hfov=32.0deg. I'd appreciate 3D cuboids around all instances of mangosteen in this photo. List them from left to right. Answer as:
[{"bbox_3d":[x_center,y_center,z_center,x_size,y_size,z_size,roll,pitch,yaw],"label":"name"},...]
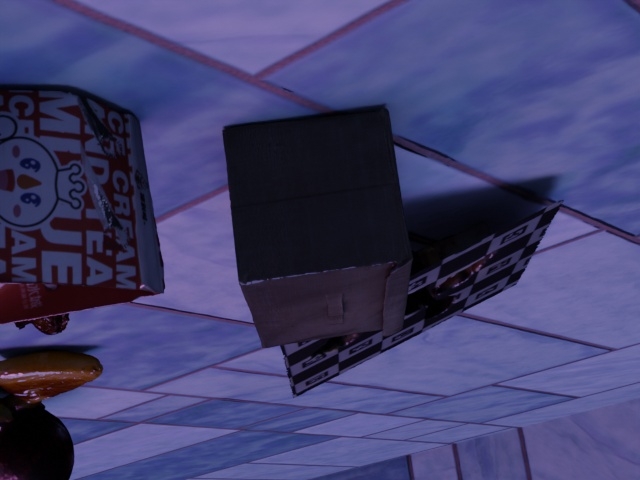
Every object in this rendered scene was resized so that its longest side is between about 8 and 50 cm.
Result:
[{"bbox_3d":[-0.480,0.327,1.722,0.209,0.210,0.210,-7,161,-3],"label":"mangosteen"}]

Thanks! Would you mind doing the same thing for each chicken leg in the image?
[{"bbox_3d":[-0.330,0.072,1.284,0.093,0.053,0.205,16,152,1],"label":"chicken leg"}]

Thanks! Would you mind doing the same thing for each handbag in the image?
[{"bbox_3d":[-0.275,-0.016,0.874,0.298,0.171,0.151,0,158,-19],"label":"handbag"}]

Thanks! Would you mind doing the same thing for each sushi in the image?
[{"bbox_3d":[0.098,0.057,1.337,0.343,0.064,0.359,-26,163,-6],"label":"sushi"}]

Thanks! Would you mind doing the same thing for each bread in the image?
[{"bbox_3d":[-0.406,0.186,1.564,0.154,0.054,0.136,-27,155,30],"label":"bread"}]

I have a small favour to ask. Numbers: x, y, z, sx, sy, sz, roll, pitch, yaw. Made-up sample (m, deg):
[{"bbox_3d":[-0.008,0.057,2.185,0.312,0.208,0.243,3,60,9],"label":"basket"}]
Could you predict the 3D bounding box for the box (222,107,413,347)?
[{"bbox_3d":[0.000,0.000,1.051,0.148,0.155,0.231,-8,162,0],"label":"box"}]
